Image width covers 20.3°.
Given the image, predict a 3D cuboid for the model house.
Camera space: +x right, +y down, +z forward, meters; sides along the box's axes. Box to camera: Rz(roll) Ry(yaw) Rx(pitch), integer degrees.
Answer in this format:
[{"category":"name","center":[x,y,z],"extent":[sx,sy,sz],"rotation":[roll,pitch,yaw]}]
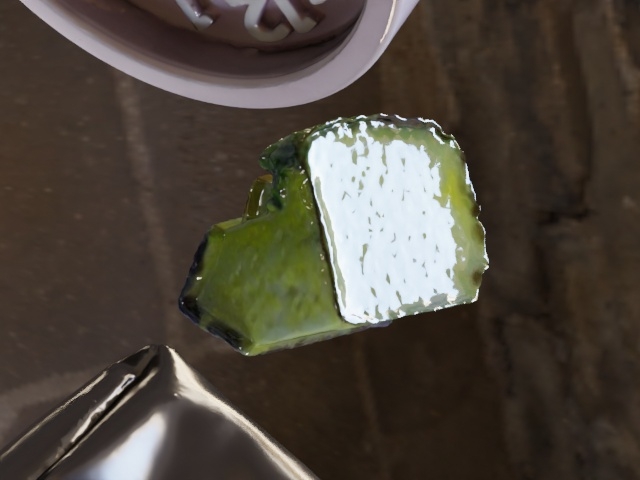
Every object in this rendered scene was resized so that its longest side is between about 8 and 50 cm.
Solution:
[{"category":"model house","center":[0.000,0.000,1.497],"extent":[0.194,0.211,0.170],"rotation":[-13,86,-43]}]

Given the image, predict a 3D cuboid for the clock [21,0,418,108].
[{"category":"clock","center":[-0.046,-0.138,0.608],"extent":[0.197,0.197,0.068],"rotation":[46,55,-20]}]

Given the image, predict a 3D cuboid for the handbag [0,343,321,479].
[{"category":"handbag","center":[-0.067,0.203,1.029],"extent":[0.285,0.257,0.113],"rotation":[40,115,11]}]
